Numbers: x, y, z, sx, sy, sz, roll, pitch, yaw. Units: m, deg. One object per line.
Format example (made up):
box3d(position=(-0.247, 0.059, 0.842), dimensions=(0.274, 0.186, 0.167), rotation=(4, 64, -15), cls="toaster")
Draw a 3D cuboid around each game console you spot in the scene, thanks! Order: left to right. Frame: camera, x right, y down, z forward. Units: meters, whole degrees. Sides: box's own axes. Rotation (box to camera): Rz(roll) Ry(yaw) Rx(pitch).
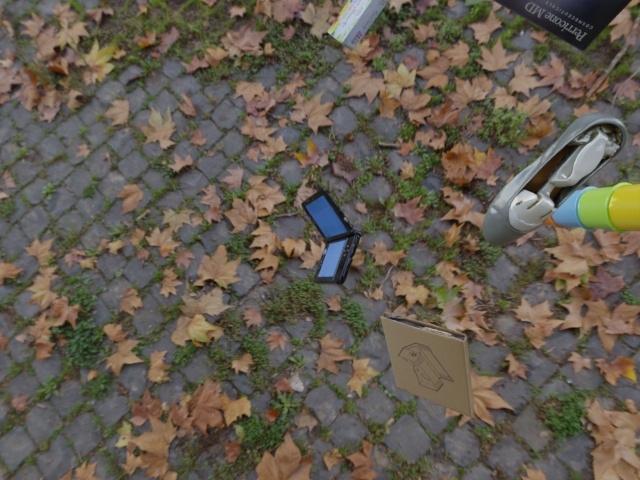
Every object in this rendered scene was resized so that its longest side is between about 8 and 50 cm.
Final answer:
box3d(position=(0.000, 0.000, 0.556), dimensions=(0.071, 0.122, 0.107), rotation=(23, 79, -13), cls="game console")

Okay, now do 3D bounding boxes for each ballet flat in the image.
box3d(position=(0.295, -0.071, 0.526), dimensions=(0.072, 0.068, 0.213), rotation=(34, 112, -6), cls="ballet flat")

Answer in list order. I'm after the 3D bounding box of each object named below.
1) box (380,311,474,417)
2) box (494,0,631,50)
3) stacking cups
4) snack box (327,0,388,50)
box3d(position=(0.205, 0.237, 0.775), dimensions=(0.164, 0.201, 0.021), rotation=(9, 38, 39), cls="box")
box3d(position=(0.334, -0.472, 0.520), dimensions=(0.296, 0.294, 0.183), rotation=(29, 58, 0), cls="box")
box3d(position=(0.511, -0.056, 0.804), dimensions=(0.096, 0.316, 0.096), rotation=(0, 91, -17), cls="stacking cups")
box3d(position=(0.085, -0.502, 0.896), dimensions=(0.141, 0.037, 0.100), rotation=(-50, 41, 20), cls="snack box")
